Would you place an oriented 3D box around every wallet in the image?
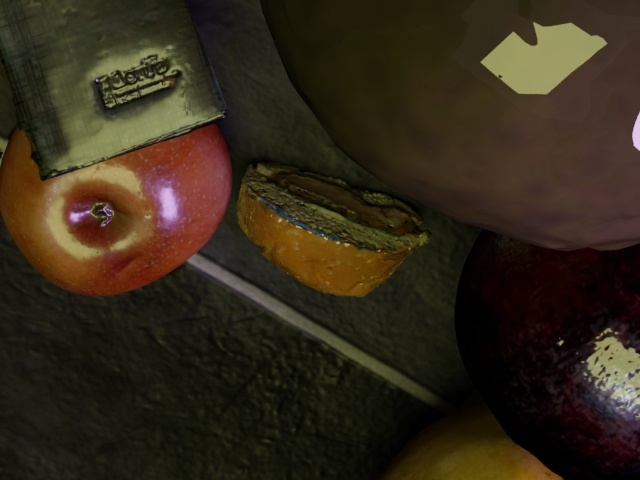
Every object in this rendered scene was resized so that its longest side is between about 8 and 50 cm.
[{"bbox_3d":[-0.200,-0.222,1.519,0.169,0.044,0.317,-18,94,3],"label":"wallet"}]

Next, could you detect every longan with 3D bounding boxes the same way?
[{"bbox_3d":[0.167,-0.198,1.382,0.436,0.404,0.404,28,119,-9],"label":"longan"}]

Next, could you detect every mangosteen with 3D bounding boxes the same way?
[{"bbox_3d":[0.264,0.059,1.585,0.300,0.300,0.300,2,121,4],"label":"mangosteen"}]

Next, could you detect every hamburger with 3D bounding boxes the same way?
[{"bbox_3d":[0.003,0.006,1.694,0.176,0.087,0.102,15,119,-7],"label":"hamburger"}]

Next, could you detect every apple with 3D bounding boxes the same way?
[{"bbox_3d":[-0.180,-0.046,1.635,0.201,0.162,0.201,3,121,5],"label":"apple"}]

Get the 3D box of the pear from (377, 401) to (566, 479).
[{"bbox_3d":[0.175,0.301,1.735,0.314,0.314,0.314,2,121,4],"label":"pear"}]
